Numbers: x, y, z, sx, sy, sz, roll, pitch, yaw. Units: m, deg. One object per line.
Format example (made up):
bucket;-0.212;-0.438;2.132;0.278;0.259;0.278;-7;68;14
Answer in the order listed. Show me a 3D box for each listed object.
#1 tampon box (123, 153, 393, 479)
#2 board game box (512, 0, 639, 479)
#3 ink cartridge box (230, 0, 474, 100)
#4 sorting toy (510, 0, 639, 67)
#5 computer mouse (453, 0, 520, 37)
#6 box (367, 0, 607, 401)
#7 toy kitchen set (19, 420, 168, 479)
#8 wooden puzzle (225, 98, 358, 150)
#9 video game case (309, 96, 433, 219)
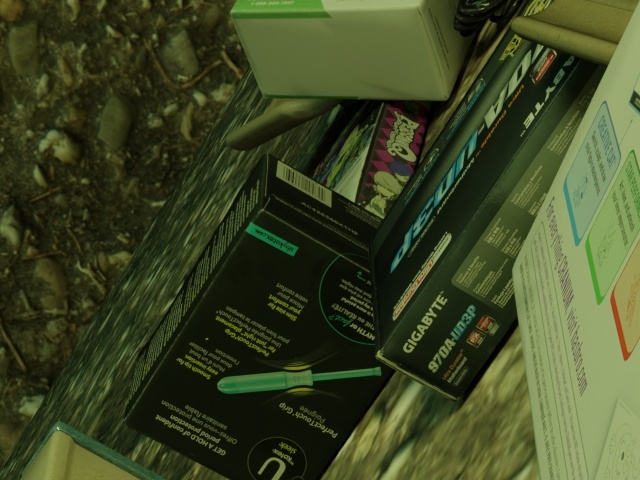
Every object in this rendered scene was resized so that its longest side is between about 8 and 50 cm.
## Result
tampon box;-0.025;0.055;1.066;0.161;0.120;0.101;-56;11;19
board game box;0.144;-0.046;0.447;0.242;0.064;0.316;-87;17;-58
ink cartridge box;0.047;-0.208;1.327;0.212;0.154;0.093;-64;-35;-38
sorting toy;0.193;-0.153;0.681;0.229;0.041;0.307;-51;18;1
computer mouse;0.171;-0.256;1.168;0.272;0.072;0.188;112;-178;-67
box;0.104;-0.045;0.916;0.220;0.051;0.175;-57;11;17
toy kitchen set;-0.116;0.207;0.948;0.207;0.166;0.122;-55;11;25
wooden puzzle;0.061;-0.221;1.585;0.348;0.080;0.322;-57;10;-9
video game case;0.000;0.000;1.329;0.232;0.042;0.210;-52;13;37
